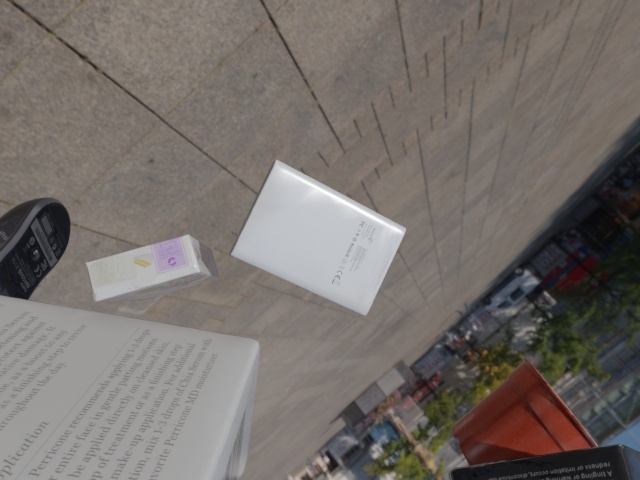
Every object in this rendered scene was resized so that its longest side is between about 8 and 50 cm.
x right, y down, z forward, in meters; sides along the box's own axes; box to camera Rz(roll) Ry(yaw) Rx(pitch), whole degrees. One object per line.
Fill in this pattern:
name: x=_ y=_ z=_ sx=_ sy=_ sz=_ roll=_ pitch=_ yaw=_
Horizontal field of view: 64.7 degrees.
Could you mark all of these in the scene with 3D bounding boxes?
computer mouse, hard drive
computer mouse: x=-0.487 y=0.029 z=0.778 sx=0.272 sy=0.072 sz=0.189 roll=-78 pitch=171 yaw=-51
hard drive: x=0.000 y=0.000 z=1.166 sx=0.233 sy=0.352 sz=0.047 roll=-64 pitch=-162 yaw=-2

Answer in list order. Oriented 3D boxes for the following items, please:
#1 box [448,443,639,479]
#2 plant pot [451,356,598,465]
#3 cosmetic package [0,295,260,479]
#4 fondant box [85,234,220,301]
box: x=0.461 y=0.598 z=0.720 sx=0.479 sy=0.472 sz=0.297 roll=28 pitch=139 yaw=-31
plant pot: x=0.492 y=0.481 z=1.259 sx=0.265 sy=0.272 sz=0.272 roll=-39 pitch=161 yaw=8
cosmetic package: x=-0.296 y=0.167 z=0.406 sx=0.230 sy=0.452 sz=0.162 roll=-75 pitch=174 yaw=-68
fondant box: x=-0.401 y=0.078 z=1.275 sx=0.238 sy=0.096 sz=0.330 roll=-16 pitch=176 yaw=-5
